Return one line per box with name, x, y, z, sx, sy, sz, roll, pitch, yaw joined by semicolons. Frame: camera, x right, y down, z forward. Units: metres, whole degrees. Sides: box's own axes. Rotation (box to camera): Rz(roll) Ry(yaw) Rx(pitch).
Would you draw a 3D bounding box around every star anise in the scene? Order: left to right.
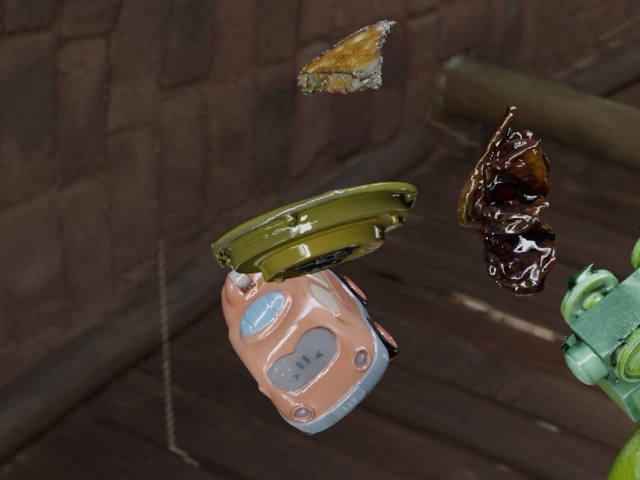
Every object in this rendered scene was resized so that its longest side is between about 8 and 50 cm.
star anise;0.238;-0.036;1.665;0.190;0.125;0.220;51;33;-68

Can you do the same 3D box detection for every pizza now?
pizza;0.059;-0.265;2.004;0.185;0.195;0.052;-34;117;0

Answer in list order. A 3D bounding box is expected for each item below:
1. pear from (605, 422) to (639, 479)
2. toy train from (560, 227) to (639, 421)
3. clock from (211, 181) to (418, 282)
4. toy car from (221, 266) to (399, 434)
pear;0.497;0.432;1.727;0.318;0.342;0.238;-38;158;-37
toy train;0.435;0.097;1.685;0.271;0.159;0.188;-39;139;-3
clock;0.000;0.000;1.409;0.237;0.237;0.057;2;67;-63
toy car;-0.038;0.122;1.813;0.180;0.270;0.212;-44;125;8
